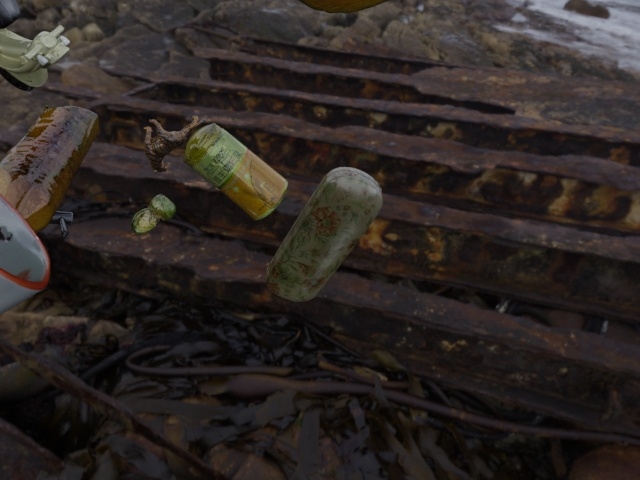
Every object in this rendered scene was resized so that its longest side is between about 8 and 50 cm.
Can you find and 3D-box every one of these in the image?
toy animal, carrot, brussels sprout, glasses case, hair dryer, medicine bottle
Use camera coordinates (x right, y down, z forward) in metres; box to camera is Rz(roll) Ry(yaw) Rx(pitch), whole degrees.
[{"bbox_3d":[-0.450,-0.313,1.407,0.114,0.255,0.116,6,63,-60],"label":"toy animal"},{"bbox_3d":[-0.494,-0.138,0.824,0.114,0.114,0.301,7,49,-6],"label":"carrot"},{"bbox_3d":[-0.292,-0.046,0.803,0.083,0.046,0.051,-28,12,9],"label":"brussels sprout"},{"bbox_3d":[0.000,0.000,1.164,0.156,0.425,0.098,23,35,-16],"label":"glasses case"},{"bbox_3d":[-0.483,-0.029,0.856,0.047,0.026,0.083,2,28,-39],"label":"hair dryer"},{"bbox_3d":[-0.194,-0.160,1.049,0.239,0.124,0.124,38,24,-25],"label":"medicine bottle"}]

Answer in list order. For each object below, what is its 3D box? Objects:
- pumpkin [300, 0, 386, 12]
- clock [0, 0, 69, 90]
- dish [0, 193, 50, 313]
[{"bbox_3d":[0.006,-0.513,0.789,0.312,0.148,0.169,-7,78,-52],"label":"pumpkin"},{"bbox_3d":[-0.729,-0.502,1.035,0.276,0.379,0.120,11,60,25],"label":"clock"},{"bbox_3d":[-0.411,-0.011,0.469,0.117,0.256,0.256,-40,52,-11],"label":"dish"}]
